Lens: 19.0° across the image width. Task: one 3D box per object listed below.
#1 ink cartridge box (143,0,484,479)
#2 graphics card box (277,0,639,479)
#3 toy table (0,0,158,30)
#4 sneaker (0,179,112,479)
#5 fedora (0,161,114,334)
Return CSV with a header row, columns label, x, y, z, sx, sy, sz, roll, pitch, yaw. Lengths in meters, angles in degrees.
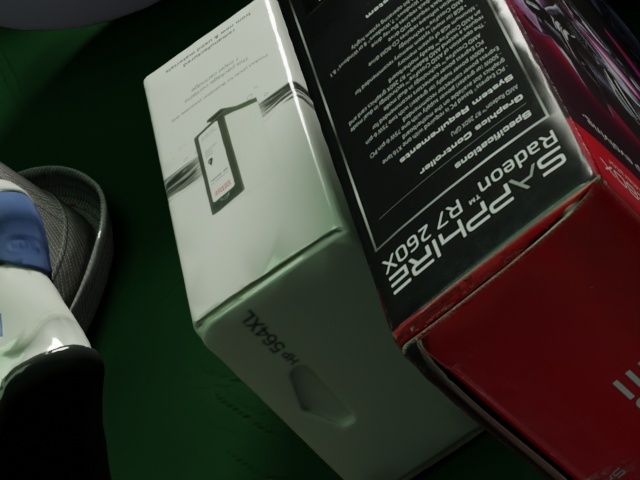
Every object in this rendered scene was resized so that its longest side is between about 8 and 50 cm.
label,x,y,z,sx,sy,sz,roll,pitch,yaw
ink cartridge box,0.000,0.000,0.918,0.086,0.148,0.203,-34,37,13
graphics card box,0.091,-0.037,0.787,0.094,0.233,0.371,-40,34,15
toy table,-0.150,-0.276,1.296,0.274,0.252,0.161,-20,56,31
sneaker,-0.214,0.140,0.999,0.315,0.127,0.182,-53,56,17
fedora,-0.261,0.036,1.173,0.275,0.124,0.244,-32,36,18
